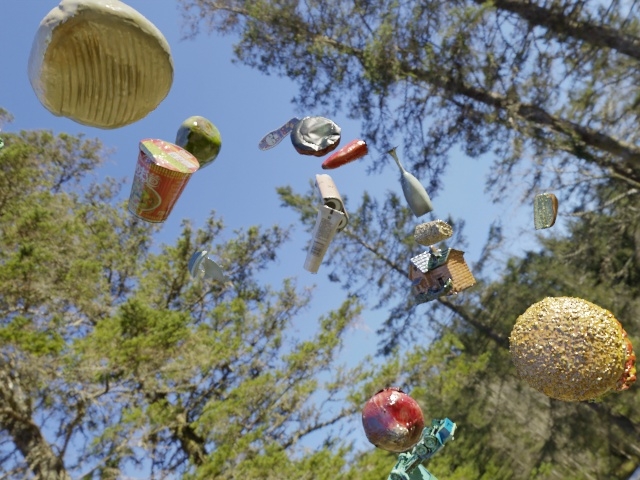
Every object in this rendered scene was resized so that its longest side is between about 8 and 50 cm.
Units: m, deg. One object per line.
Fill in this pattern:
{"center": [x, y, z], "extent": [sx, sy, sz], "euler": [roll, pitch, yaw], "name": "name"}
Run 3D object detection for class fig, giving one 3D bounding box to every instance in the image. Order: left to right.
{"center": [-0.425, -0.313, 1.700], "extent": [0.167, 0.167, 0.234], "euler": [-26, -38, -37], "name": "fig"}

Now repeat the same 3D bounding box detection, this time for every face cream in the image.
{"center": [0.000, 0.000, 1.757], "extent": [0.058, 0.092, 0.244], "euler": [-33, -35, -76], "name": "face cream"}

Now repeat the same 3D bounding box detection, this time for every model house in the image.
{"center": [0.388, 0.100, 1.616], "extent": [0.166, 0.172, 0.183], "euler": [-16, -8, -30], "name": "model house"}

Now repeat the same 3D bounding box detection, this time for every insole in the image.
{"center": [-0.159, -0.412, 1.899], "extent": [0.197, 0.065, 0.004], "euler": [-32, -18, 10], "name": "insole"}

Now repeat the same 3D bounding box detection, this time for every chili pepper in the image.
{"center": [0.069, -0.273, 1.606], "extent": [0.168, 0.088, 0.065], "euler": [-31, -79, -27], "name": "chili pepper"}

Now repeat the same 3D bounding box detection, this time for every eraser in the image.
{"center": [0.045, -0.166, 2.070], "extent": [0.087, 0.291, 0.171], "euler": [-20, -63, 3], "name": "eraser"}

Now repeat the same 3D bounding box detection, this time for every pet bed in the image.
{"center": [-0.018, -0.387, 1.817], "extent": [0.201, 0.201, 0.054], "euler": [-40, -33, -21], "name": "pet bed"}

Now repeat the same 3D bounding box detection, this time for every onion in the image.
{"center": [0.208, 0.513, 1.384], "extent": [0.184, 0.184, 0.147], "euler": [-51, -1, -5], "name": "onion"}

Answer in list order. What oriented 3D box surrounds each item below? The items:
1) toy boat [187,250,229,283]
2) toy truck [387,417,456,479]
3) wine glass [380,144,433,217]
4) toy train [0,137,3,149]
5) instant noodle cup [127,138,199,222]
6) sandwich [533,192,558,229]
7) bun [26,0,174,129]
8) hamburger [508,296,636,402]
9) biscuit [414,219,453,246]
{"center": [-0.379, 0.089, 1.651], "extent": [0.034, 0.149, 0.106], "euler": [-44, -38, -70], "name": "toy boat"}
{"center": [0.194, 0.396, 0.878], "extent": [0.175, 0.081, 0.067], "euler": [-58, -14, 24], "name": "toy truck"}
{"center": [0.230, -0.153, 1.295], "extent": [0.066, 0.198, 0.066], "euler": [-28, 3, 2], "name": "wine glass"}
{"center": [-0.636, -0.176, 0.888], "extent": [0.087, 0.137, 0.050], "euler": [65, -157, -22], "name": "toy train"}
{"center": [-0.499, -0.173, 1.506], "extent": [0.193, 0.193, 0.212], "euler": [-2, -51, -51], "name": "instant noodle cup"}
{"center": [0.351, -0.053, 0.764], "extent": [0.083, 0.030, 0.044], "euler": [-51, -55, -47], "name": "sandwich"}
{"center": [-0.589, -0.480, 1.325], "extent": [0.364, 0.219, 0.365], "euler": [-23, -36, -17], "name": "bun"}
{"center": [0.654, 0.285, 1.293], "extent": [0.179, 0.293, 0.276], "euler": [49, -141, -55], "name": "hamburger"}
{"center": [0.414, -0.027, 1.815], "extent": [0.082, 0.168, 0.071], "euler": [23, -108, -19], "name": "biscuit"}
